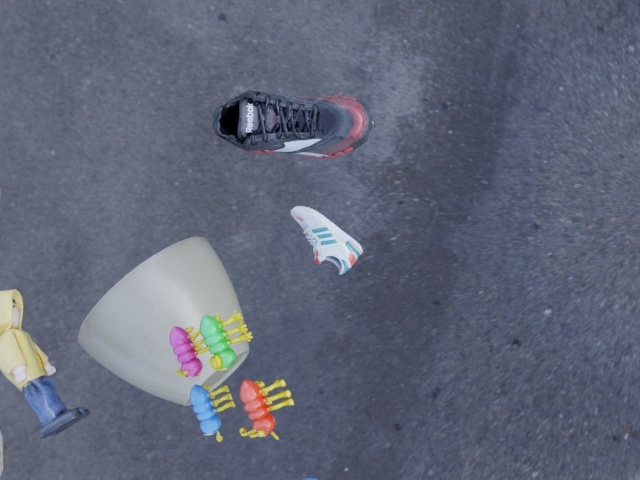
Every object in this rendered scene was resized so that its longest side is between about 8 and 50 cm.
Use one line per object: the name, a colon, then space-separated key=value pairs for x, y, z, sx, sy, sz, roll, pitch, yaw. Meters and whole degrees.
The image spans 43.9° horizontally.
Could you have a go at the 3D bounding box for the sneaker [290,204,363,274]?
sneaker: x=0.000 y=0.000 z=1.502 sx=0.161 sy=0.057 sz=0.075 roll=36 pitch=75 yaw=-4

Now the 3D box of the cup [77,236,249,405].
cup: x=-0.281 y=0.189 z=1.605 sx=0.237 sy=0.331 sz=0.331 roll=46 pitch=109 yaw=12

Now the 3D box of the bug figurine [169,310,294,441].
bug figurine: x=-0.163 y=0.224 z=1.264 sx=0.279 sy=0.072 sz=0.216 roll=-21 pitch=93 yaw=55

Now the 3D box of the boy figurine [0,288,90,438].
boy figurine: x=-0.533 y=0.221 z=1.453 sx=0.092 sy=0.177 sz=0.285 roll=-31 pitch=80 yaw=-4

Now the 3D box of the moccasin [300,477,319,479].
moccasin: x=0.035 y=0.489 z=1.051 sx=0.137 sy=0.117 sz=0.342 roll=-25 pitch=66 yaw=1

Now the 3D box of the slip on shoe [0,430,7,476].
slip on shoe: x=-0.654 y=0.421 z=1.597 sx=0.051 sy=0.041 sz=0.136 roll=13 pitch=114 yaw=15

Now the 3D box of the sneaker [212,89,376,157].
sneaker: x=-0.053 y=-0.181 z=1.230 sx=0.275 sy=0.135 sz=0.098 roll=6 pitch=94 yaw=31
